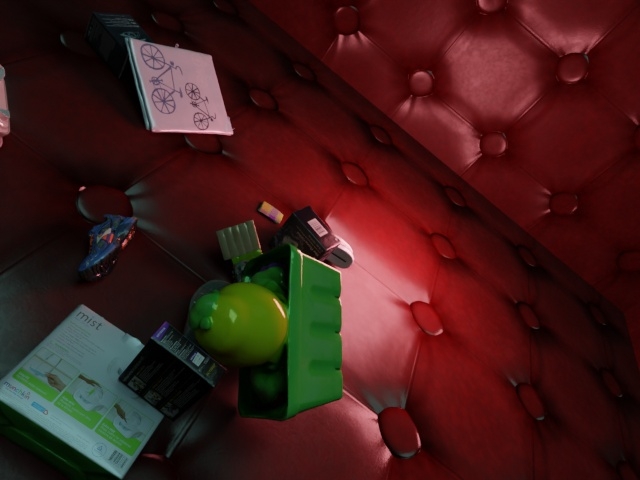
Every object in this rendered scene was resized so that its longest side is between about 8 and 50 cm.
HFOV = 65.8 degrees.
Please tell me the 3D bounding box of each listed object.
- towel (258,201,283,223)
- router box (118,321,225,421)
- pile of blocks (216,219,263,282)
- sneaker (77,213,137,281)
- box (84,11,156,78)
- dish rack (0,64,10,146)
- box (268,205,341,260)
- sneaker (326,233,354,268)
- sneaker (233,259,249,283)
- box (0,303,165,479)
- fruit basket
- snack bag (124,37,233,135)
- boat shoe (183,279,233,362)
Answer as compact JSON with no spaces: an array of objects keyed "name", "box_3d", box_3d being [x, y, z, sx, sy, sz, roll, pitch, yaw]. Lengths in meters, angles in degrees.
[{"name":"towel","box_3d":[-0.164,-0.093,1.641,0.083,0.009,0.060,34,37,-12]},{"name":"router box","box_3d":[-0.265,0.236,0.872,0.133,0.179,0.046,41,38,-6]},{"name":"pile of blocks","box_3d":[-0.155,0.099,1.401,0.362,0.149,0.112,49,-7,-5]},{"name":"sneaker","box_3d":[-0.517,0.014,1.174,0.087,0.083,0.221,20,34,-6]},{"name":"box","box_3d":[-0.664,-0.660,1.679,0.207,0.108,0.153,50,37,10]},{"name":"dish rack","box_3d":[-0.841,-0.401,1.129,0.286,0.072,0.333,66,4,28]},{"name":"box","box_3d":[-0.050,0.008,1.517,0.156,0.158,0.093,48,36,10]},{"name":"sneaker","box_3d":[0.000,0.000,1.647,0.258,0.094,0.091,39,16,-8]},{"name":"sneaker","box_3d":[-0.146,0.175,1.288,0.101,0.106,0.267,-34,87,-34]},{"name":"box","box_3d":[-0.425,0.290,0.923,0.262,0.127,0.231,36,36,-7]},{"name":"fruit basket","box_3d":[-0.133,0.194,1.066,0.391,0.283,0.392,11,70,-31]},{"name":"snack bag","box_3d":[-0.469,-0.513,1.680,0.342,0.037,0.323,-12,84,-49]},{"name":"boat shoe","box_3d":[-0.270,0.218,1.173,0.118,0.103,0.320,19,36,-11]}]
